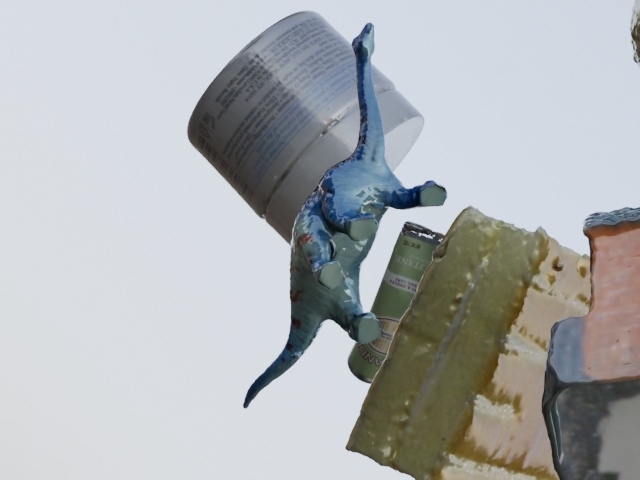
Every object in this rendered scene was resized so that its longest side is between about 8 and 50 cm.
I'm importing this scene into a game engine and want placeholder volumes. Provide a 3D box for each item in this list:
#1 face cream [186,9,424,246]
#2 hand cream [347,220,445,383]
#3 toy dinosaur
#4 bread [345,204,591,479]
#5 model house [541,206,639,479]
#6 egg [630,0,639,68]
[{"bbox_3d":[-0.015,-0.105,1.846,0.153,0.177,0.177,46,-16,12],"label":"face cream"},{"bbox_3d":[0.092,0.080,2.311,0.086,0.055,0.235,19,-56,-12],"label":"hand cream"},{"bbox_3d":[0.017,-0.003,1.535,0.076,0.329,0.144,12,8,-30],"label":"toy dinosaur"},{"bbox_3d":[0.166,0.110,1.699,0.111,0.239,0.246,25,0,36],"label":"bread"},{"bbox_3d":[0.303,0.048,1.433,0.271,0.301,0.190,-8,-44,13],"label":"model house"},{"bbox_3d":[0.254,-0.134,1.246,0.118,0.116,0.140,29,-23,16],"label":"egg"}]
